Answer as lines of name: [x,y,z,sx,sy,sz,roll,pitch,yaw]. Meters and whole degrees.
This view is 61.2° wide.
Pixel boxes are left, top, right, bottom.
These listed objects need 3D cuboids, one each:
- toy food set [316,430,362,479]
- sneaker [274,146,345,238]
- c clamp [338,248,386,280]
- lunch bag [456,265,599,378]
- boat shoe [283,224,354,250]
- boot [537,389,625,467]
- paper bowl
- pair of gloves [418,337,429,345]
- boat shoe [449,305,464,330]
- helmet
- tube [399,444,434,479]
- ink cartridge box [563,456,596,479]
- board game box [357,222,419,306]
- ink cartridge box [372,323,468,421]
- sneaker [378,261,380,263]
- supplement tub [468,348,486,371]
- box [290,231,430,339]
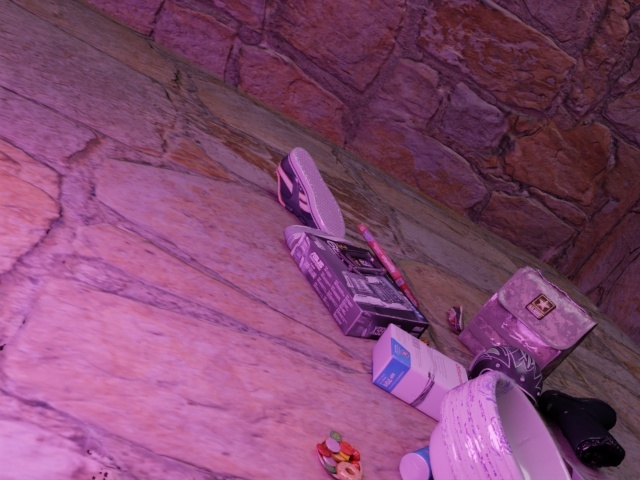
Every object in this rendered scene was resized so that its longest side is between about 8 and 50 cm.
toy food set: [0.030,0.327,0.812,0.082,0.020,0.083,35,19,6]
sneaker: [-0.037,-0.118,1.664,0.126,0.127,0.321,-6,67,-53]
c clamp: [0.110,0.064,1.351,0.137,0.022,0.160,40,21,33]
lunch bag: [0.563,0.240,1.471,0.169,0.287,0.235,9,31,-51]
boat shoe: [-0.001,0.001,1.469,0.227,0.079,0.081,13,31,-38]
boot: [0.695,0.487,1.365,0.246,0.094,0.207,20,18,-16]
paper bowl: [0.281,0.364,0.852,0.284,0.148,0.284,43,26,-27]
pair of gloves: [0.238,0.238,1.378,0.074,0.010,0.083,15,25,-42]
boat shoe: [0.405,0.232,1.614,0.043,0.049,0.137,-7,15,15]
helmet: [0.425,0.321,1.241,0.169,0.162,0.169,29,19,-11]
tube: [0.208,0.381,0.935,0.207,0.052,0.080,16,38,-53]
ink cartridge box: [0.608,0.566,1.142,0.181,0.056,0.224,36,0,7]
board game box: [0.197,0.071,1.603,0.145,0.027,0.281,55,3,-36]
ink cartridge box: [0.207,0.277,1.123,0.190,0.082,0.140,33,19,-5]
sneaker: [0.164,0.076,1.614,0.032,0.037,0.083,17,23,-35]
supplement tub: [0.440,0.335,1.371,0.107,0.071,0.071,35,19,9]
box: [0.092,0.116,1.339,0.242,0.076,0.307,17,25,-39]
